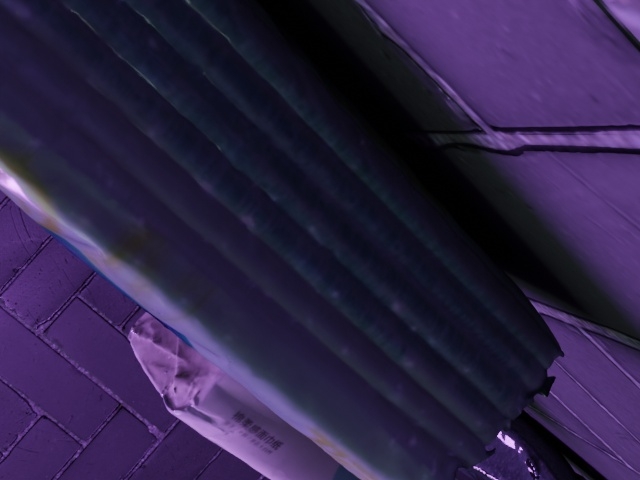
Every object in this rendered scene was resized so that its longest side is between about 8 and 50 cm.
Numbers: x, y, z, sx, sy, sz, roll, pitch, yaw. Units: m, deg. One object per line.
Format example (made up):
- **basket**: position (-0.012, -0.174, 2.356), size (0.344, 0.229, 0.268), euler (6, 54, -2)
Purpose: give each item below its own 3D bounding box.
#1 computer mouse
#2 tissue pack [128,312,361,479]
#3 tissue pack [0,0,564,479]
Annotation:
- **computer mouse**: position (0.270, 0.305, 1.431), size (0.374, 0.114, 0.203), euler (30, 168, 32)
- **tissue pack**: position (0.006, 0.144, 1.121), size (0.356, 0.266, 0.194), euler (45, 180, -40)
- **tissue pack**: position (-0.067, -0.045, 0.594), size (0.388, 0.162, 0.287), euler (44, 178, -27)
